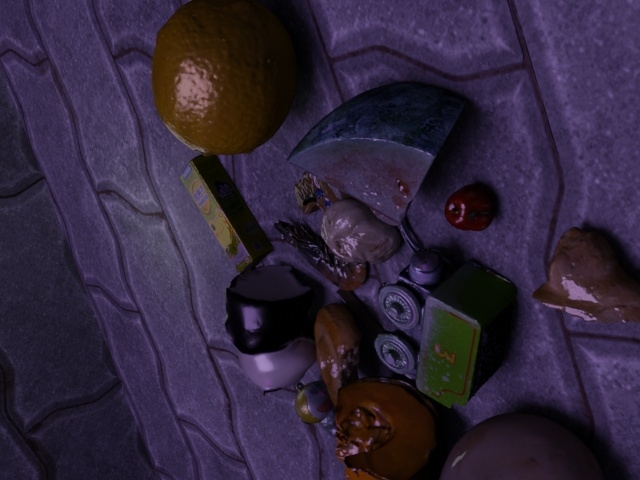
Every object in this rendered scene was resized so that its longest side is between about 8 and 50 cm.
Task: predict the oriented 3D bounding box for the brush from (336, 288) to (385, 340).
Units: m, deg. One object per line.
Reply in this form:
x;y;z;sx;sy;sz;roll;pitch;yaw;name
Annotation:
0.107;0.186;2.008;0.190;0.034;0.027;50;163;16;brush

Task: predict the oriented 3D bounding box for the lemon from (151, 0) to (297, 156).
-0.201;-0.345;1.775;0.336;0.336;0.336;35;140;36;lemon

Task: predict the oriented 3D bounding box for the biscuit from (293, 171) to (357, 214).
0.025;-0.125;1.867;0.320;0.047;0.183;-14;100;59;biscuit

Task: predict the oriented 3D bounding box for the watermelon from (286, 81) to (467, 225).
0.116;-0.144;1.575;0.387;0.228;0.258;0;124;45;watermelon

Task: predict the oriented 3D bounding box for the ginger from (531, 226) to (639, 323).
0.451;0.055;1.348;0.193;0.115;0.122;19;114;34;ginger

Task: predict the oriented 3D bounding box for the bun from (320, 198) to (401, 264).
0.077;-0.002;1.792;0.183;0.102;0.183;26;155;14;bun

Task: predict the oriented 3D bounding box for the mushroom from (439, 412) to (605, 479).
0.406;0.518;1.648;0.362;0.294;0.362;-15;71;49;mushroom

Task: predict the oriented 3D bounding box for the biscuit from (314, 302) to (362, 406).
0.038;0.271;2.048;0.213;0.091;0.274;-116;17;-51;biscuit

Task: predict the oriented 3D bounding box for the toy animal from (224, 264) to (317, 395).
-0.126;0.237;2.192;0.251;0.251;0.310;26;128;43;toy animal

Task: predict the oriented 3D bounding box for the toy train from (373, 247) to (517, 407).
0.245;0.172;1.678;0.249;0.173;0.307;28;136;29;toy train

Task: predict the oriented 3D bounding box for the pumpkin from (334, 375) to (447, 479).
0.160;0.473;1.938;0.225;0.256;0.303;89;180;-47;pumpkin

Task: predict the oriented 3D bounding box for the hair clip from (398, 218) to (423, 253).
0.176;-0.027;1.738;0.115;0.030;0.039;60;147;2;hair clip

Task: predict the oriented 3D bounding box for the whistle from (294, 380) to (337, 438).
0.018;0.461;2.287;0.223;0.123;0.123;44;147;1;whistle

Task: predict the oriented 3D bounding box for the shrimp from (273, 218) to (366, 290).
0.000;0.000;1.997;0.296;0.058;0.169;37;134;28;shrimp

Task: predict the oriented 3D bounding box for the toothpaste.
-0.253;-0.074;2.270;0.327;0.077;0.110;58;149;4;toothpaste

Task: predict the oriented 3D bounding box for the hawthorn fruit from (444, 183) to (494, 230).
0.266;-0.055;1.529;0.093;0.093;0.093;35;140;36;hawthorn fruit
